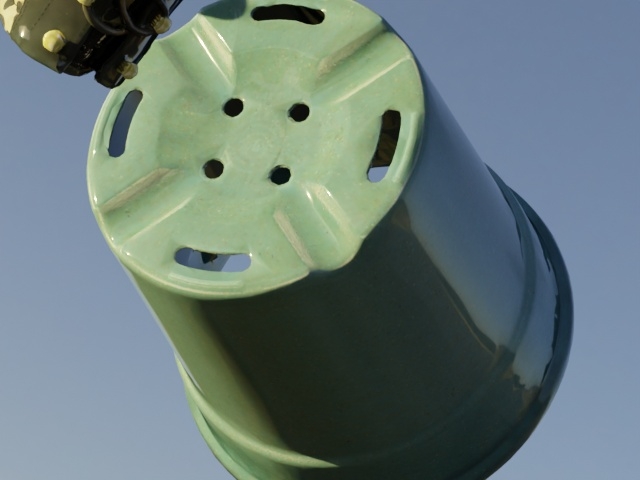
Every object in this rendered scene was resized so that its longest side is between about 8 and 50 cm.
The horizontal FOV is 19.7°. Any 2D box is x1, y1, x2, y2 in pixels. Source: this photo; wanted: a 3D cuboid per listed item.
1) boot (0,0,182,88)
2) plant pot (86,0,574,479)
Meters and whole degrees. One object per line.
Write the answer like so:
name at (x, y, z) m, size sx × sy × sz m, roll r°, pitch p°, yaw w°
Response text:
boot at (-0.047, -0.131, 0.755) m, size 0.085 × 0.178 × 0.236 m, roll 24°, pitch 15°, yaw -35°
plant pot at (0.000, 0.000, 1.413) m, size 0.341 × 0.341 × 0.334 m, roll 8°, pitch -25°, yaw 21°
